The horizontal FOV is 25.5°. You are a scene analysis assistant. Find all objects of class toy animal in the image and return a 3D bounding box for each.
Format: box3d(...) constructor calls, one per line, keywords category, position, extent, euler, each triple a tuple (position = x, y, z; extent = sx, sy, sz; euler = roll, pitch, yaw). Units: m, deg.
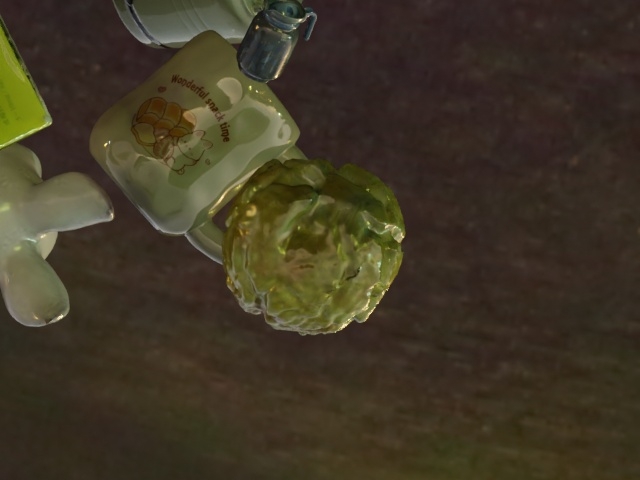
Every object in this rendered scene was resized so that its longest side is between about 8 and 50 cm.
box3d(category="toy animal", position=(-0.431, -0.040, 1.695), extent=(0.367, 0.196, 0.241), euler=(24, -179, 9))

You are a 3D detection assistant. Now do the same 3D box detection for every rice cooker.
box3d(category="rice cooker", position=(-0.151, -0.357, 1.827), extent=(0.244, 0.226, 0.226), euler=(-3, 158, 29))

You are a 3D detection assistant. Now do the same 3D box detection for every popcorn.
box3d(category="popcorn", position=(0.000, 0.000, 1.456), extent=(0.198, 0.212, 0.198), euler=(9, 120, 16))

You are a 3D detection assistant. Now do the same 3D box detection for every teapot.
box3d(category="teapot", position=(-0.040, -0.193, 1.367), extent=(0.063, 0.049, 0.083), euler=(17, 127, -18))

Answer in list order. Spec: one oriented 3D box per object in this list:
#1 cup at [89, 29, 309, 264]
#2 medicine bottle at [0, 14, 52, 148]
box3d(category="cup", position=(-0.128, -0.092, 1.672), extent=(0.255, 0.202, 0.173), euler=(50, 176, -27))
box3d(category="medicine bottle", position=(-0.359, -0.090, 1.103), extent=(0.137, 0.250, 0.141), euler=(-9, 110, 51))
